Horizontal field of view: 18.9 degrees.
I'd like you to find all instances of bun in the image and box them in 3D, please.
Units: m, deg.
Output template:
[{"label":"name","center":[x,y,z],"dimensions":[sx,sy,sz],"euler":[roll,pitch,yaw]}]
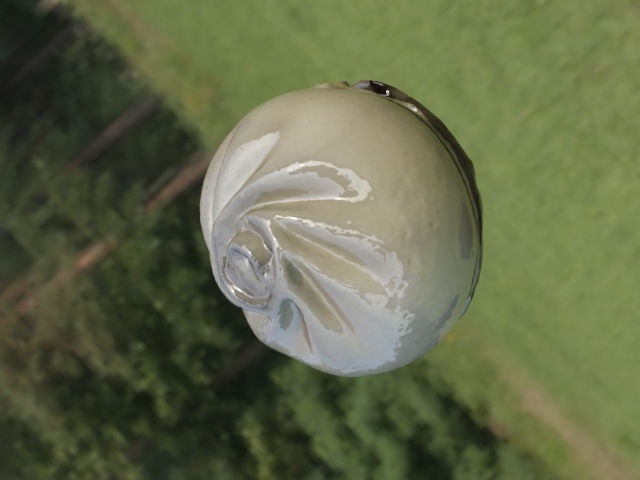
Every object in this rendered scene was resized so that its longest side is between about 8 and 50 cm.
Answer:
[{"label":"bun","center":[0.000,0.000,1.088],"dimensions":[0.120,0.173,0.173],"euler":[-25,-115,-43]}]
